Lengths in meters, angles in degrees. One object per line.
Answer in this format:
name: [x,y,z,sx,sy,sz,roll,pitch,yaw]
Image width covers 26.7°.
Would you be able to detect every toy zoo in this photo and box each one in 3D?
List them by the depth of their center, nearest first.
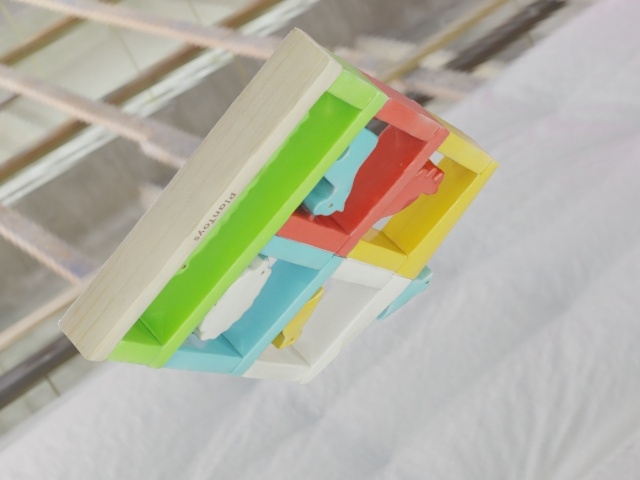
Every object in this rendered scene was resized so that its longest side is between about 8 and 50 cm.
toy zoo: [0.000,0.000,0.774,0.030,0.293,0.192,45,-77,24]
